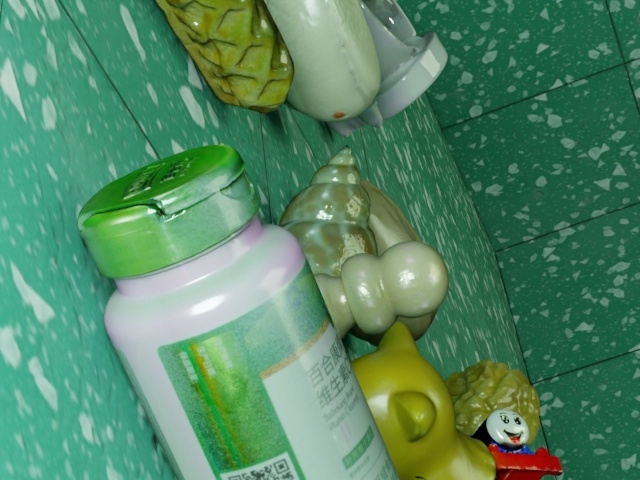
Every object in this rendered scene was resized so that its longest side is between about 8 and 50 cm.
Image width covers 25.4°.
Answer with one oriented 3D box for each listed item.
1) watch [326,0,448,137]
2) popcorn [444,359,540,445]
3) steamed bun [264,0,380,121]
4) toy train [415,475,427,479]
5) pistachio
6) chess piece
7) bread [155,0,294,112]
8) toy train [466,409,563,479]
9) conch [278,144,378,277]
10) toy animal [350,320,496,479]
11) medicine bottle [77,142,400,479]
[{"bbox_3d":[0.034,-0.280,1.946,0.231,0.196,0.244,44,19,-18],"label":"watch"},{"bbox_3d":[0.221,0.252,1.912,0.180,0.170,0.180,25,30,-15],"label":"popcorn"},{"bbox_3d":[-0.020,-0.239,1.603,0.177,0.131,0.228,-69,139,-71],"label":"steamed bun"},{"bbox_3d":[0.105,0.341,1.258,0.126,0.189,0.307,27,-23,41],"label":"toy train"},{"bbox_3d":[0.058,0.025,1.547,0.130,0.131,0.206,2,-61,55],"label":"pistachio"},{"bbox_3d":[0.028,0.048,1.237,0.094,0.171,0.094,-21,90,-79],"label":"chess piece"},{"bbox_3d":[-0.098,-0.216,1.298,0.087,0.098,0.269,-60,145,-22],"label":"bread"},{"bbox_3d":[0.164,0.260,1.503,0.204,0.083,0.131,119,-30,-42],"label":"toy train"},{"bbox_3d":[0.007,0.013,1.393,0.116,0.106,0.173,46,35,-22],"label":"conch"},{"bbox_3d":[0.092,0.206,1.368,0.156,0.156,0.229,-92,163,-57],"label":"toy animal"},{"bbox_3d":[-0.050,0.082,0.892,0.133,0.133,0.274,-80,148,-69],"label":"medicine bottle"}]
